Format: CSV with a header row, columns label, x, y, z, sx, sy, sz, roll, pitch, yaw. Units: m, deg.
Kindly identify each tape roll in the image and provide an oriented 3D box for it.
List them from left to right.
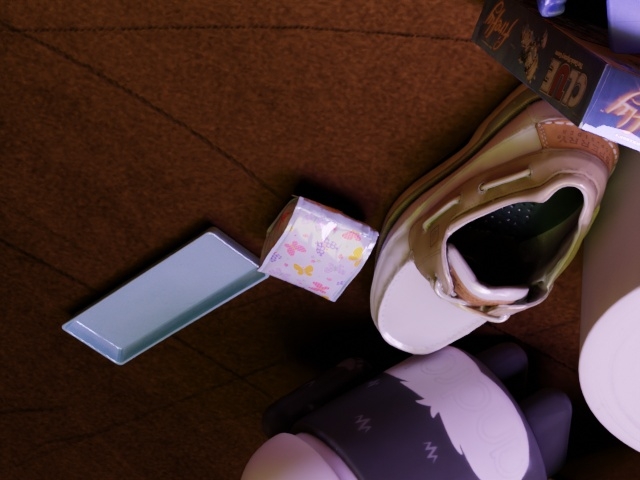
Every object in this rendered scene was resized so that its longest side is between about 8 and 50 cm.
label,x,y,z,sx,sy,sz,roll,pitch,yaw
tape roll,0.307,0.033,1.397,0.246,0.169,0.246,6,139,5

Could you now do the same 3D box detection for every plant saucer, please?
label,x,y,z,sx,sy,sz,roll,pitch,yaw
plant saucer,-0.127,0.045,1.603,0.067,0.018,0.192,36,131,-27

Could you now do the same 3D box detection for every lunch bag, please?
label,x,y,z,sx,sy,sz,roll,pitch,yaw
lunch bag,0.000,0.000,1.503,0.071,0.053,0.083,21,147,-10

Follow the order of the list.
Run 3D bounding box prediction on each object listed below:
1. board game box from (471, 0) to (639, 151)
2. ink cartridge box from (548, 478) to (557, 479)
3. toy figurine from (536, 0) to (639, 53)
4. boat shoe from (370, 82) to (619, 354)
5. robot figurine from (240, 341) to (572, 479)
label,x,y,z,sx,sy,sz,roll,pitch,yaw
board game box,0.203,-0.092,1.227,0.165,0.243,0.042,19,103,-16
ink cartridge box,0.259,0.350,1.758,0.232,0.171,0.168,20,137,-13
toy figurine,0.253,-0.156,1.157,0.362,0.217,0.191,2,138,9
boat shoe,0.116,0.003,1.446,0.113,0.103,0.302,20,138,-12
robot figurine,0.068,0.193,1.565,0.209,0.278,0.174,7,122,64
